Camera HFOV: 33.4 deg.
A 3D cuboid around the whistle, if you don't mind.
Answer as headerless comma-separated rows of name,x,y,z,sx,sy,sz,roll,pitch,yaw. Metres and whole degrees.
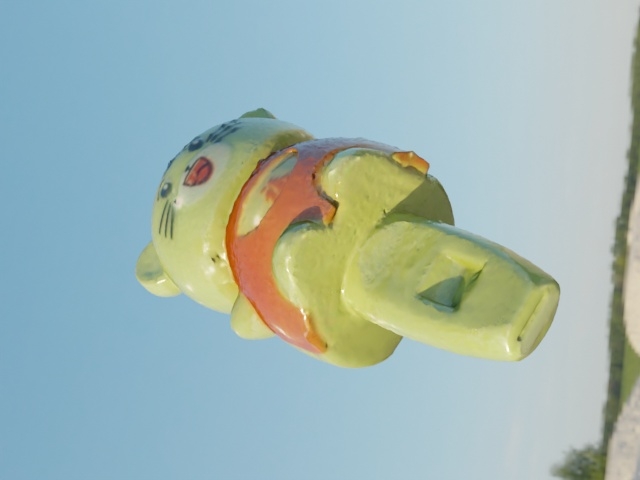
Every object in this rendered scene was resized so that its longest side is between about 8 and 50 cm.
whistle,0.000,0.000,0.563,0.106,0.288,0.131,45,-106,-39
